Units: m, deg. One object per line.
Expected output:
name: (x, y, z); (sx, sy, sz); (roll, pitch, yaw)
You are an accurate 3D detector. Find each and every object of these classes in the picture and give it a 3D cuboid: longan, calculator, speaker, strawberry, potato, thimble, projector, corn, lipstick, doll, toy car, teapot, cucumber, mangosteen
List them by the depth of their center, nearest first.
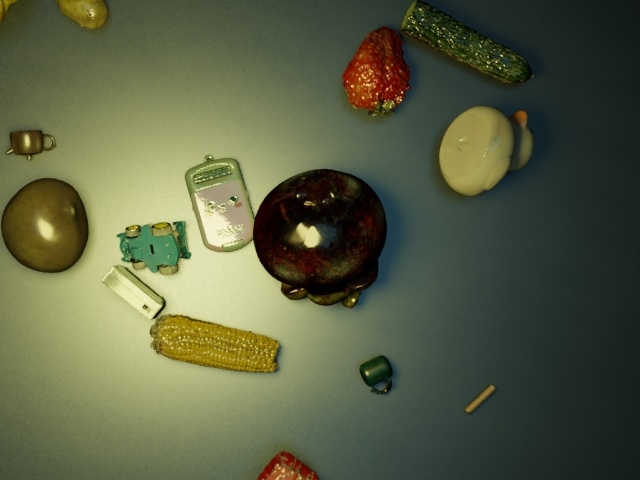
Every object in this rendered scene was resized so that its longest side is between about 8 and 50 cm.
longan: (-0.635, -0.034, 1.818); (0.196, 0.196, 0.220); (-7, 95, -6)
mangosteen: (-0.001, -0.010, 1.839); (0.330, 0.330, 0.330); (0, 86, -6)
thimble: (-0.097, 0.598, 1.843); (0.125, 0.163, 0.189); (38, 97, -3)
projector: (-0.437, 0.121, 1.863); (0.147, 0.115, 0.061); (40, 81, -2)
corn: (-0.253, 0.253, 1.879); (0.318, 0.115, 0.115); (13, 85, -5)
teapot: (-0.694, -0.228, 1.885); (0.121, 0.076, 0.068); (-9, 98, -36)
toy car: (-0.399, 0.011, 1.901); (0.161, 0.098, 0.126); (2, 111, 23)
potato: (-0.582, -0.575, 1.916); (0.138, 0.070, 0.091); (33, 83, -3)
calculator: (-0.245, -0.092, 1.933); (0.141, 0.045, 0.246); (-15, 87, -7)
speaker: (0.144, 0.337, 1.936); (0.075, 0.060, 0.094); (-25, 89, -6)
strawberry: (0.133, -0.430, 1.945); (0.175, 0.107, 0.236); (-15, 72, 6)
doll: (0.423, -0.221, 1.958); (0.221, 0.221, 0.251); (30, 106, -3)
lipstick: (0.402, 0.400, 1.979); (0.094, 0.019, 0.019); (-41, 91, -8)
cucumber: (0.380, -0.497, 2.003); (0.359, 0.096, 0.096); (24, 84, -6)

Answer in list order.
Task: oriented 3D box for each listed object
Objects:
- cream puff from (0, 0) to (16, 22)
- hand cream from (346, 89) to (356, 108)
cream puff: (-0.856, -0.639, 1.789); (0.291, 0.257, 0.324); (-27, 96, -3)
hand cream: (0.149, -0.395, 2.004); (0.165, 0.037, 0.057); (-26, 89, 0)
